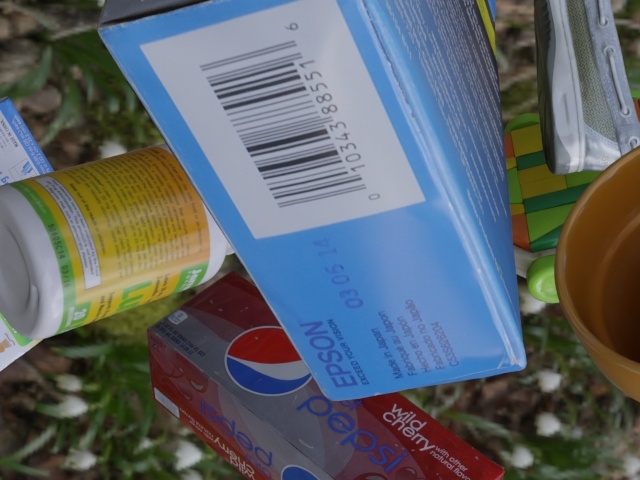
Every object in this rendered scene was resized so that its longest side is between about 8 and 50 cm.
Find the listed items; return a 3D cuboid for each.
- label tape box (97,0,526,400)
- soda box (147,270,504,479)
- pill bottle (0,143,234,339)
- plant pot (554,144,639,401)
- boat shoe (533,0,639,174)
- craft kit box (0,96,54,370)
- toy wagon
[{"bbox_3d":[0.016,-0.126,0.605,0.333,0.106,0.240,-86,156,-43],"label":"label tape box"},{"bbox_3d":[-0.003,0.135,0.856,0.092,0.263,0.083,-34,145,-34],"label":"soda box"},{"bbox_3d":[-0.170,-0.010,1.091,0.246,0.136,0.136,-19,115,-34],"label":"pill bottle"},{"bbox_3d":[0.285,0.054,0.820,0.188,0.205,0.205,54,52,-43],"label":"plant pot"},{"bbox_3d":[0.274,-0.226,1.233,0.118,0.103,0.320,66,23,-79],"label":"boat shoe"},{"bbox_3d":[-0.378,0.014,1.306,0.247,0.061,0.249,-40,114,-31],"label":"craft kit box"},{"bbox_3d":[0.337,-0.069,1.329,0.267,0.344,0.068,-89,160,-47],"label":"toy wagon"}]
